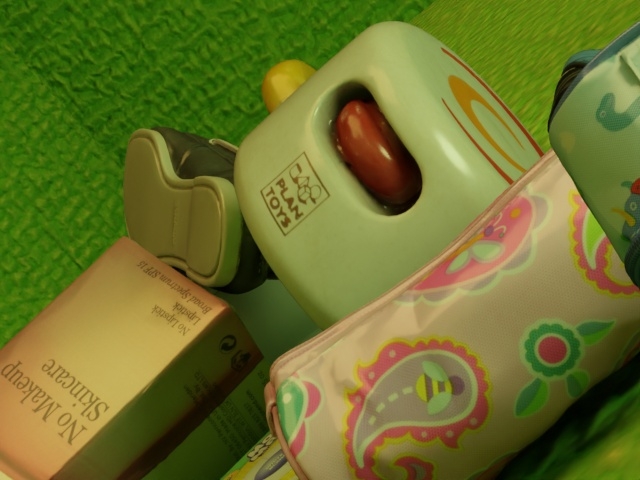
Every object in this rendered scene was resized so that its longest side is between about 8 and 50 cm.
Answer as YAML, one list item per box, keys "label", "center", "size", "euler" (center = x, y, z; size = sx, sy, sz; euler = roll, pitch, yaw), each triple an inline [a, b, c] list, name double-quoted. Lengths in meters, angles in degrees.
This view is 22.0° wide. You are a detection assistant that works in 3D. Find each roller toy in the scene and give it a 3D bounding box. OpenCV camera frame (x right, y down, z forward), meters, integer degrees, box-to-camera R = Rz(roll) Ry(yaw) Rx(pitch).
- label: "roller toy"
  center: [0.048, -0.019, 0.966]
  size: [0.146, 0.209, 0.191]
  euler: [-40, 14, 18]

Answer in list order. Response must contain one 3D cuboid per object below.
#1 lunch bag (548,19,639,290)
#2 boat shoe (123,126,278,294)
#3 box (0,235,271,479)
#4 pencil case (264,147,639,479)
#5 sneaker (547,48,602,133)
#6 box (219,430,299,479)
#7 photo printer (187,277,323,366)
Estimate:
- label: "lunch bag"
  center: [0.206, -0.054, 0.586]
  size: [0.219, 0.090, 0.176]
  euler: [-37, -31, 18]
- label: "boat shoe"
  center: [-0.079, -0.021, 1.288]
  size: [0.335, 0.095, 0.112]
  euler: [-151, 67, -68]
- label: "box"
  center: [-0.158, 0.135, 1.183]
  size: [0.232, 0.127, 0.149]
  euler: [-44, 43, -16]
- label: "pencil case"
  center: [0.105, 0.023, 0.775]
  size: [0.284, 0.124, 0.124]
  euler: [-42, 8, 9]
- label: "sneaker"
  center: [0.207, -0.092, 1.124]
  size: [0.078, 0.067, 0.188]
  euler: [-64, 13, -5]
- label: "box"
  center: [-0.016, 0.144, 0.972]
  size: [0.105, 0.043, 0.179]
  euler: [-44, 7, -15]
- label: "photo printer"
  center: [0.000, 0.000, 1.394]
  size: [0.307, 0.107, 0.256]
  euler: [-40, 9, 16]
